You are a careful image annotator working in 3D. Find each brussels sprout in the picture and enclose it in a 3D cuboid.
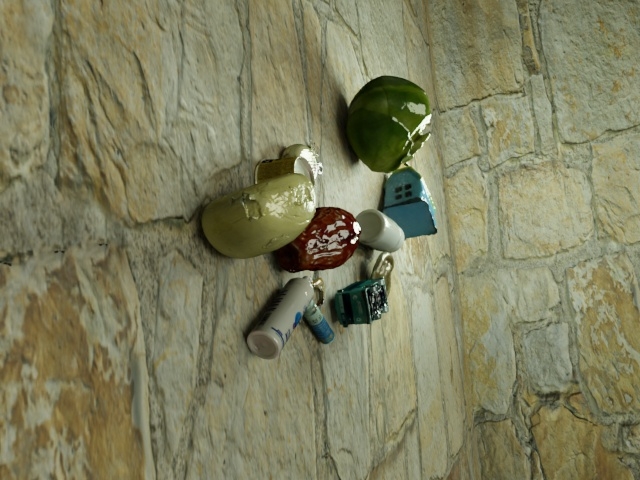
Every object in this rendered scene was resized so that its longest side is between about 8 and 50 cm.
[{"bbox_3d":[0.247,-0.457,2.039,0.275,0.315,0.371,-106,-154,-49],"label":"brussels sprout"}]

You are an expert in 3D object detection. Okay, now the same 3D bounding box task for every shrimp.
[{"bbox_3d":[-0.012,0.160,1.627,0.127,0.025,0.090,16,70,-65],"label":"shrimp"}]

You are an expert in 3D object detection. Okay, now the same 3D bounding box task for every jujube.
[{"bbox_3d":[0.000,0.000,1.511,0.290,0.197,0.197,-25,106,-48],"label":"jujube"}]

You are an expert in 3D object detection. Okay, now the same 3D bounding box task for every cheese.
[{"bbox_3d":[-0.044,-0.231,1.628,0.227,0.065,0.137,-10,95,-63],"label":"cheese"}]

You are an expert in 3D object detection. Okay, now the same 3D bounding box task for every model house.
[{"bbox_3d":[0.409,-0.181,2.383,0.237,0.216,0.303,59,31,-38],"label":"model house"}]

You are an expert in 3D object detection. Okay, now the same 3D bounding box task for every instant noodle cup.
[{"bbox_3d":[-0.092,-0.167,1.444,0.151,0.122,0.151,35,50,-56],"label":"instant noodle cup"}]

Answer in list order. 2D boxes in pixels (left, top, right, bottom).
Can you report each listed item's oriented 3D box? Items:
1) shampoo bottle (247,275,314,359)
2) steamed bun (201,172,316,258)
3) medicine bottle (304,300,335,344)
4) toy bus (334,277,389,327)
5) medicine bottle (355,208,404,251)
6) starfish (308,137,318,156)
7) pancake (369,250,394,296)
[{"bbox_3d":[-0.090,0.187,1.386,0.303,0.092,0.092,-53,130,-55],"label":"shampoo bottle"},{"bbox_3d":[-0.130,-0.052,1.214,0.273,0.232,0.166,-33,107,-60],"label":"steamed bun"},{"bbox_3d":[-0.012,0.242,1.574,0.191,0.051,0.051,62,33,-37],"label":"medicine bottle"},{"bbox_3d":[0.144,0.210,1.794,0.256,0.147,0.128,-14,94,-69],"label":"toy bus"},{"bbox_3d":[0.236,-0.030,2.055,0.252,0.145,0.144,23,62,-58],"label":"medicine bottle"},{"bbox_3d":[-0.025,-0.294,1.741,0.086,0.016,0.092,44,40,-50],"label":"starfish"},{"bbox_3d":[0.244,0.160,2.059,0.222,0.042,0.236,21,85,-64],"label":"pancake"}]
